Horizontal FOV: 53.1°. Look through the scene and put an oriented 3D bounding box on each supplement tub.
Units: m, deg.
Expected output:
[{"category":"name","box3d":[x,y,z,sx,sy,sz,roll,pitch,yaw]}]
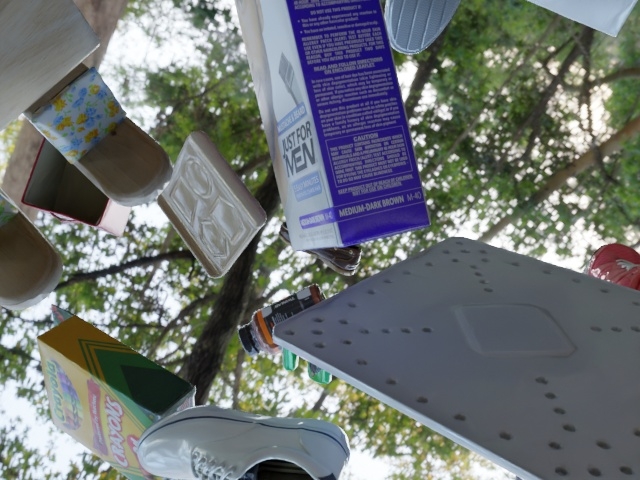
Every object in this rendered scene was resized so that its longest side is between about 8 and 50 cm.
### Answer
[{"category":"supplement tub","box3d":[-0.074,0.177,1.368,0.106,0.198,0.106,-26,-90,-88]}]

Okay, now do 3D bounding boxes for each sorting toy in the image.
[{"category":"sorting toy","box3d":[-0.187,-0.057,1.089,0.038,0.208,0.193,-30,-100,-43]}]

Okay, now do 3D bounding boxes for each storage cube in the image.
[{"category":"storage cube","box3d":[-0.538,-0.133,1.484,0.183,0.215,0.193,17,172,0]}]

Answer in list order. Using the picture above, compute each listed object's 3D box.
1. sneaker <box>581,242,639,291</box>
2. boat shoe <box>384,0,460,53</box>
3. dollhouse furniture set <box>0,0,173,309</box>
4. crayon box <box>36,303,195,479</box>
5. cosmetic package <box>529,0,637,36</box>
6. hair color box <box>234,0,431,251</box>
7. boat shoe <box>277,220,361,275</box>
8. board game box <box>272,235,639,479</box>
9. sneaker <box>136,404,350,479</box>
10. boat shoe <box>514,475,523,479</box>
[{"category":"sneaker","box3d":[0.442,0.082,0.889,0.116,0.136,0.314,25,-141,6]},{"category":"boat shoe","box3d":[0.177,-0.441,0.993,0.109,0.302,0.094,16,-162,-8]},{"category":"dollhouse furniture set","box3d":[-0.291,-0.019,0.392,0.256,0.394,0.362,39,168,24]},{"category":"crayon box","box3d":[-0.344,0.256,1.033,0.318,0.202,0.081,22,-144,26]},{"category":"cosmetic package","box3d":[0.426,-0.564,1.177,0.385,0.217,0.156,26,-137,9]},{"category":"hair color box","box3d":[0.000,-0.163,0.689,0.110,0.185,0.339,-12,-89,-17]},{"category":"boat shoe","box3d":[0.000,0.000,1.449,0.207,0.073,0.073,26,-148,16]},{"category":"board game box","box3d":[0.213,0.119,0.722,0.390,0.050,0.390,21,-149,39]},{"category":"sneaker","box3d":[-0.098,0.247,0.725,0.258,0.094,0.091,-5,-163,13]},{"category":"boat shoe","box3d":[0.435,0.422,1.208,0.152,0.049,0.056,-31,-136,-8]}]
